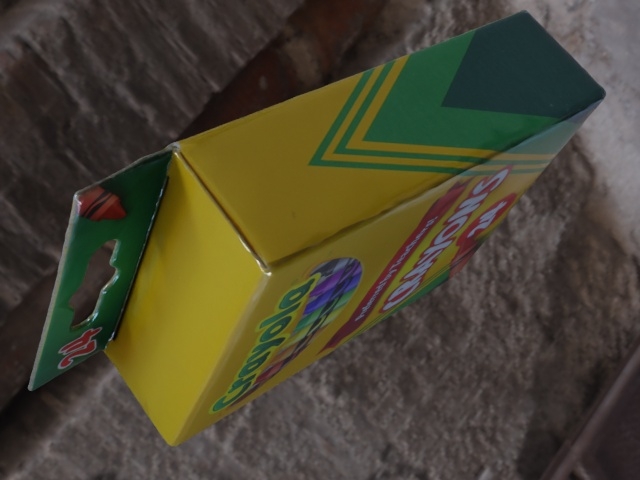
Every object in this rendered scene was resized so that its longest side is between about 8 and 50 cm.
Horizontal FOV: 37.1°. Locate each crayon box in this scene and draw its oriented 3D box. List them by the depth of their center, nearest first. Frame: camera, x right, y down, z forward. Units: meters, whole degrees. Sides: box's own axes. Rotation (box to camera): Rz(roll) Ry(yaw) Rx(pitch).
[{"bbox_3d":[0.000,0.000,0.551,0.081,0.319,0.202,52,144,16],"label":"crayon box"}]
